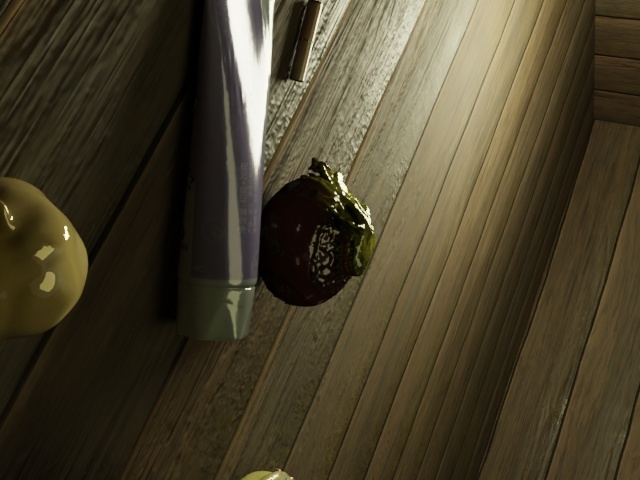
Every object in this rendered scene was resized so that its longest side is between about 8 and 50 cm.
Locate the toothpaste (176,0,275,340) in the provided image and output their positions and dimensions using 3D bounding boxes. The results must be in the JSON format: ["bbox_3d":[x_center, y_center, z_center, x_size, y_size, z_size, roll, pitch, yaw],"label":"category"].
[{"bbox_3d":[-0.088,-0.089,0.792,0.125,0.080,0.371,-4,102,-64],"label":"toothpaste"}]

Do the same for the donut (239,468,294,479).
[{"bbox_3d":[-0.076,0.368,1.071,0.108,0.065,0.166,-45,141,-48],"label":"donut"}]

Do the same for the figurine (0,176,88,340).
[{"bbox_3d":[-0.247,0.036,0.511,0.196,0.108,0.114,-31,122,-34],"label":"figurine"}]

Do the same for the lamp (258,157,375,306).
[{"bbox_3d":[-0.002,0.003,0.942,0.156,0.135,0.157,-59,153,-31],"label":"lamp"}]

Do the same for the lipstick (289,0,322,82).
[{"bbox_3d":[-0.017,-0.230,0.923,0.019,0.019,0.094,11,94,-65],"label":"lipstick"}]
